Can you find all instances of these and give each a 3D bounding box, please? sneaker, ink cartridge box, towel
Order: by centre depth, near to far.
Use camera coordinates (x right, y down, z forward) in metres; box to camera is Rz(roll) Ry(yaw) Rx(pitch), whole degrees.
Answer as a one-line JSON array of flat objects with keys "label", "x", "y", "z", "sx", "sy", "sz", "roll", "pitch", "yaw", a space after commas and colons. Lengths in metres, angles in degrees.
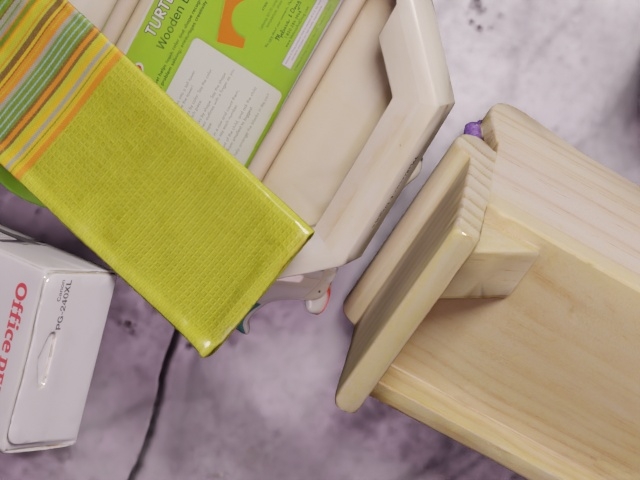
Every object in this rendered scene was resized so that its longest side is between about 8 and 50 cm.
[{"label": "towel", "x": -0.119, "y": -0.047, "z": 1.028, "sx": 0.237, "sy": 0.021, "sz": 0.102, "roll": 43, "pitch": 110, "yaw": 10}, {"label": "ink cartridge box", "x": -0.201, "y": 0.049, "z": 1.073, "sx": 0.150, "sy": 0.063, "sz": 0.109, "roll": 20, "pitch": 100, "yaw": 35}, {"label": "sneaker", "x": 0.000, "y": 0.000, "z": 1.122, "sx": 0.161, "sy": 0.057, "sz": 0.075, "roll": -28, "pitch": 101, "yaw": 6}]

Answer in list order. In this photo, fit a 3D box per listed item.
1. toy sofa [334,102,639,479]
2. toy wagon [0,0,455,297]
[{"label": "toy sofa", "x": 0.201, "y": 0.084, "z": 1.115, "sx": 0.362, "sy": 0.177, "sz": 0.150, "roll": 29, "pitch": 121, "yaw": -7}, {"label": "toy wagon", "x": -0.092, "y": -0.130, "z": 1.056, "sx": 0.344, "sy": 0.068, "sz": 0.267, "roll": 35, "pitch": 107, "yaw": 13}]
